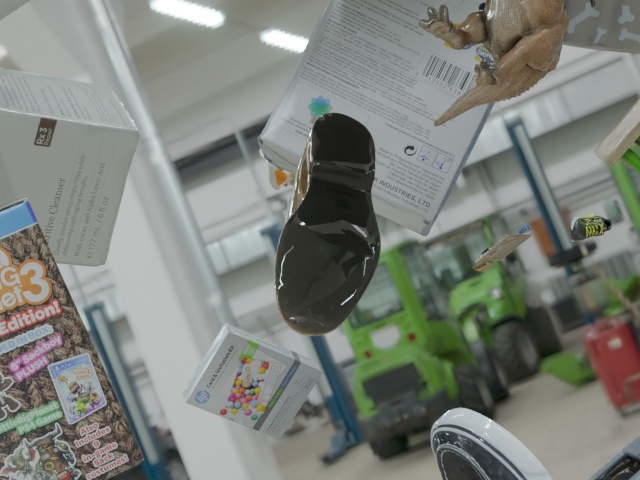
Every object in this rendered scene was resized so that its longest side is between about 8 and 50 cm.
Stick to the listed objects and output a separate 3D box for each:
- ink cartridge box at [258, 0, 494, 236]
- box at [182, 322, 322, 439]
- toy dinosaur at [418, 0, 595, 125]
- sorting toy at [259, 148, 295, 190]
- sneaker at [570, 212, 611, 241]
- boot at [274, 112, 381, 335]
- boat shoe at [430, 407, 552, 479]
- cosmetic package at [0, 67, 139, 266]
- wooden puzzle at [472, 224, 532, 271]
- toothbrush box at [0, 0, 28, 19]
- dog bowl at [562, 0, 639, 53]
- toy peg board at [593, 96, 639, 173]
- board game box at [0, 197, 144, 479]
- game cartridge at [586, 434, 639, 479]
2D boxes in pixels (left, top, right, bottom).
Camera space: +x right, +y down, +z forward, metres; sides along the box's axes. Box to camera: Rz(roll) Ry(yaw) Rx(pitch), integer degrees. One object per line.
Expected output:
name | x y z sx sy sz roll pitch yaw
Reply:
ink cartridge box | 0.120 -0.243 1.750 0.395 0.270 0.151 -64 -2 -5
box | -0.111 0.234 2.052 0.145 0.186 0.038 -58 24 13
toy dinosaur | 0.223 -0.247 1.306 0.127 0.296 0.200 27 20 39
sorting toy | -0.068 -0.126 2.059 0.045 0.075 0.083 -45 -9 18
sneaker | 0.358 -0.019 1.642 0.035 0.031 0.083 7 21 36
boot | 0.000 0.000 1.415 0.112 0.305 0.115 20 -42 -11
boat shoe | 0.185 0.304 1.178 0.102 0.301 0.108 -28 -6 -37
cosmetic package | -0.451 -0.105 1.582 0.385 0.156 0.217 4 -62 -30
wooden puzzle | 0.262 0.010 1.786 0.116 0.014 0.078 -39 -20 29
toothbrush box | -0.529 -0.367 1.600 0.295 0.126 0.216 8 27 9
dog bowl | 0.422 -0.365 1.903 0.348 0.102 0.349 5 19 -2
toy peg board | 0.530 -0.172 1.996 0.161 0.079 0.160 -50 2 10
board game box | -0.322 0.116 1.311 0.141 0.291 0.232 -25 7 -14
game cartridge | 0.321 0.374 1.441 0.297 0.198 0.062 -34 38 -22
